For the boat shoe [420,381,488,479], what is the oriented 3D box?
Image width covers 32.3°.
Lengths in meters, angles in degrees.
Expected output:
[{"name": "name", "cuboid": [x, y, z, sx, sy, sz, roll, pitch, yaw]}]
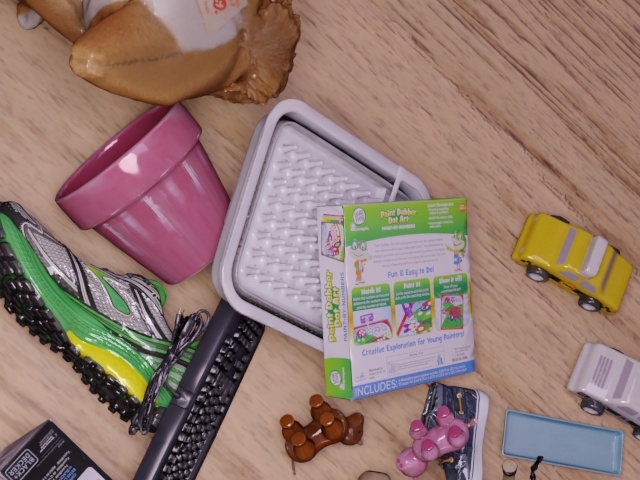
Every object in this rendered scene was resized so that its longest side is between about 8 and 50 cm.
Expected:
[{"name": "boat shoe", "cuboid": [0.176, 0.288, 1.517, 0.083, 0.065, 0.183, 15, 67, -13]}]

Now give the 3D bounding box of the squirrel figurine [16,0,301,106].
[{"name": "squirrel figurine", "cuboid": [-0.232, -0.309, 1.402, 0.397, 0.370, 0.281, 19, 90, -51]}]

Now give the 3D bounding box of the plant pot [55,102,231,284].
[{"name": "plant pot", "cuboid": [-0.205, -0.050, 1.411, 0.201, 0.201, 0.180, -45, 109, -21]}]

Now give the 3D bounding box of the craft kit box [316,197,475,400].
[{"name": "craft kit box", "cuboid": [0.105, 0.069, 1.467, 0.249, 0.061, 0.247, -4, 95, -44]}]

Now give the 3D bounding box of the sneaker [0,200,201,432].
[{"name": "sneaker", "cuboid": [-0.288, 0.079, 1.391, 0.343, 0.134, 0.146, 48, 60, -14]}]

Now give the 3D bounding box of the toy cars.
[{"name": "toy cars", "cuboid": [0.424, 0.126, 1.615, 0.176, 0.087, 0.394, -21, 85, -20]}]

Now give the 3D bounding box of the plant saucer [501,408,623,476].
[{"name": "plant saucer", "cuboid": [0.348, 0.292, 1.591, 0.192, 0.018, 0.067, 12, 75, -14]}]

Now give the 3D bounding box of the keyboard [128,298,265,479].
[{"name": "keyboard", "cuboid": [-0.162, 0.202, 1.371, 0.033, 0.201, 0.317, 14, 69, 28]}]

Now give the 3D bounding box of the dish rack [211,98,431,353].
[{"name": "dish rack", "cuboid": [0.000, 0.000, 1.449, 0.332, 0.072, 0.286, 30, 70, -41]}]

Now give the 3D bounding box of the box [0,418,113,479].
[{"name": "box", "cuboid": [-0.268, 0.353, 1.287, 0.290, 0.169, 0.087, 46, 51, -7]}]

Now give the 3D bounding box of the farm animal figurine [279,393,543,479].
[{"name": "farm animal figurine", "cuboid": [0.076, 0.362, 1.389, 0.330, 0.172, 0.327, 19, 62, 28]}]
